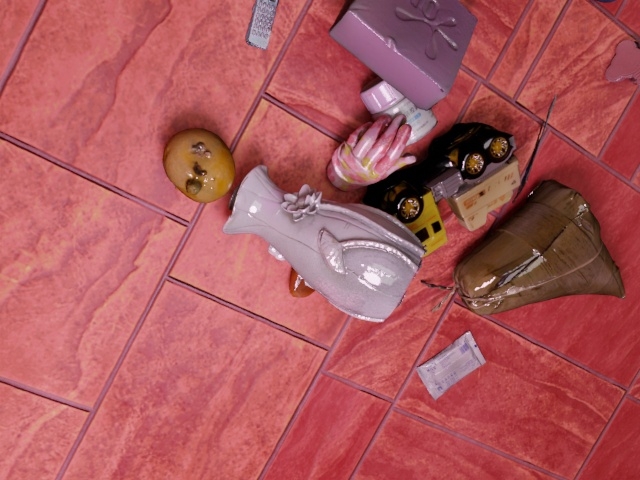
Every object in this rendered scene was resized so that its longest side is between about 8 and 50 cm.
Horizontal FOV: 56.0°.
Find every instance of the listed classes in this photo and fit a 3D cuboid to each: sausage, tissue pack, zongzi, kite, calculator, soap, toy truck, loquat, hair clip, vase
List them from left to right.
[{"bbox_3d":[-0.270,-0.162,1.341,0.149,0.204,0.172,-21,120,9],"label":"loquat"},{"bbox_3d":[-0.129,-0.531,1.386,0.057,0.018,0.172,12,98,-20],"label":"calculator"},{"bbox_3d":[-0.015,0.068,1.528,0.089,0.089,0.179,40,93,-20],"label":"sausage"},{"bbox_3d":[0.000,0.000,1.375,0.445,0.250,0.250,28,94,4],"label":"vase"},{"bbox_3d":[0.194,-0.487,1.374,0.296,0.107,0.285,33,60,-17],"label":"soap"},{"bbox_3d":[0.319,-0.122,1.528,0.405,0.180,0.254,-33,117,-10],"label":"toy truck"},{"bbox_3d":[0.378,0.361,1.733,0.193,0.026,0.122,-33,109,-6],"label":"tissue pack"},{"bbox_3d":[0.544,-0.218,1.548,0.011,0.314,0.335,21,134,13],"label":"kite"},{"bbox_3d":[0.595,0.155,1.645,0.500,0.218,0.467,-41,110,-4],"label":"zongzi"},{"bbox_3d":[0.856,-0.470,1.621,0.102,0.138,0.123,23,103,-14],"label":"hair clip"}]

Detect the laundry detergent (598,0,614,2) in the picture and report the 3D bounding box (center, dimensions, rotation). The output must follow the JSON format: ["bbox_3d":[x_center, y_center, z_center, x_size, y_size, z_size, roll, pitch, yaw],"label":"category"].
[{"bbox_3d":[0.634,-0.687,1.506,0.290,0.143,0.094,13,102,-15],"label":"laundry detergent"}]

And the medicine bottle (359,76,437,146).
[{"bbox_3d":[0.189,-0.323,1.464,0.135,0.135,0.168,-37,106,-5],"label":"medicine bottle"}]

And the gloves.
[{"bbox_3d":[0.122,-0.201,1.426,0.126,0.241,0.145,-40,94,-37],"label":"gloves"}]
